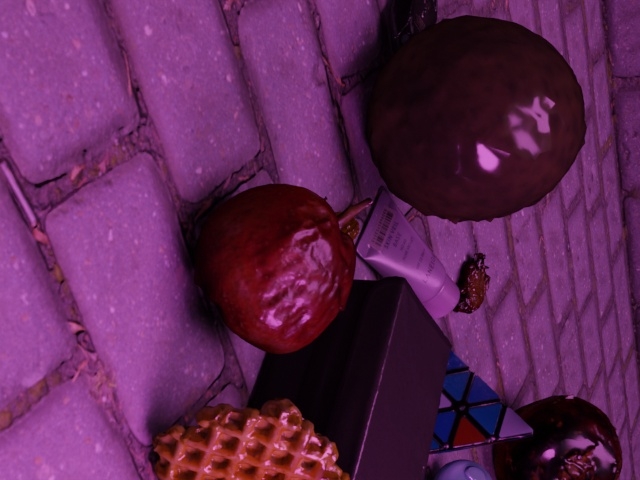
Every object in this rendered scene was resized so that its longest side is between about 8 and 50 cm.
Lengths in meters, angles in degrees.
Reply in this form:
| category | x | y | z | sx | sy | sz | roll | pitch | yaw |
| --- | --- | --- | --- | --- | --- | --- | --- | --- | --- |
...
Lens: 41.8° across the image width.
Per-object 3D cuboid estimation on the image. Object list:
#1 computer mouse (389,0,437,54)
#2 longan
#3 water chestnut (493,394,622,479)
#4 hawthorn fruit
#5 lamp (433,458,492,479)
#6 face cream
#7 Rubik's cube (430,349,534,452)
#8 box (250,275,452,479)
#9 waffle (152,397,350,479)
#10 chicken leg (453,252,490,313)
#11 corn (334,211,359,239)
| category | x | y | z | sx | sy | sz | roll | pitch | yaw |
| --- | --- | --- | --- | --- | --- | --- | --- | --- | --- |
| computer mouse | 0.172 | -0.432 | 1.636 | 0.106 | 0.062 | 0.192 | 47 | 60 | -49 |
| longan | 0.273 | -0.210 | 1.506 | 0.391 | 0.391 | 0.391 | -5 | 96 | -57 |
| water chestnut | 0.597 | 0.543 | 2.169 | 0.350 | 0.302 | 0.350 | -5 | 106 | -17 |
| hawthorn fruit | -0.042 | 0.015 | 1.176 | 0.266 | 0.210 | 0.230 | -41 | 118 | -4 |
| lamp | 0.293 | 0.602 | 1.777 | 0.209 | 0.147 | 0.284 | 29 | 39 | -9 |
| face cream | 0.171 | 0.041 | 1.653 | 0.274 | 0.096 | 0.154 | 46 | 57 | -32 |
| Rubik's cube | 0.284 | 0.441 | 1.855 | 0.250 | 0.284 | 0.234 | -39 | 150 | -20 |
| box | 0.051 | 0.264 | 1.351 | 0.251 | 0.204 | 0.345 | 49 | 50 | -47 |
| waffle | -0.091 | 0.312 | 1.113 | 0.052 | 0.254 | 0.245 | -84 | 152 | -60 |
| chicken leg | 0.331 | 0.118 | 1.928 | 0.253 | 0.051 | 0.106 | -39 | 118 | -48 |
| corn | 0.000 | 0.000 | 1.388 | 0.207 | 0.068 | 0.068 | -25 | 113 | -55 |
